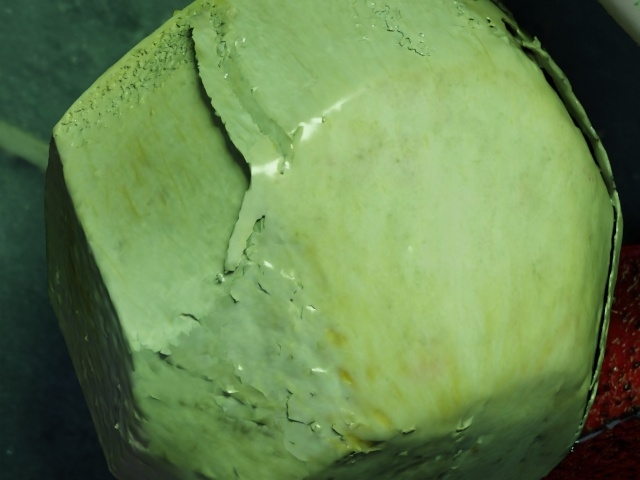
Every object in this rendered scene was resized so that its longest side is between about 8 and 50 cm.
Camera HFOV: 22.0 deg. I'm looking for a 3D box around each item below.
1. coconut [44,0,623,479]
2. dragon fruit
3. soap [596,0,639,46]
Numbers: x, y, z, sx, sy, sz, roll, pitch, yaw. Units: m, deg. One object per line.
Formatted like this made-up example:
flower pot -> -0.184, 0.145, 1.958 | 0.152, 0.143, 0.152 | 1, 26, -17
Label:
coconut -> 0.000, 0.000, 0.967 | 0.352, 0.353, 0.353 | 3, 117, 6
dragon fruit -> 0.211, 0.093, 1.070 | 0.261, 0.163, 0.189 | -25, 77, 22
soap -> 0.198, -0.192, 0.902 | 0.138, 0.182, 0.199 | -39, 107, 22
